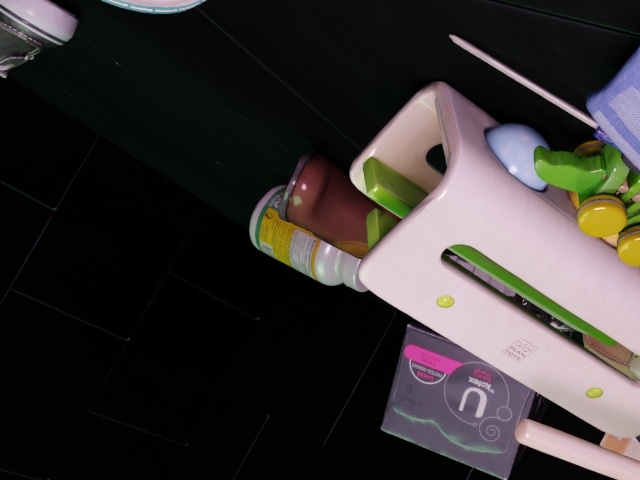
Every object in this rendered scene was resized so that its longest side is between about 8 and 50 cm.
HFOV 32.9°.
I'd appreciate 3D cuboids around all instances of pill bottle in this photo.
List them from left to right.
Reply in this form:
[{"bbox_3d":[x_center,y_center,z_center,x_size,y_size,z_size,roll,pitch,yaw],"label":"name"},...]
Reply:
[{"bbox_3d":[0.000,0.000,1.703,0.208,0.118,0.117,27,175,32],"label":"pill bottle"}]

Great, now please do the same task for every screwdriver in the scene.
[{"bbox_3d":[0.145,-0.071,0.617,0.170,0.024,0.025,30,147,11],"label":"screwdriver"}]

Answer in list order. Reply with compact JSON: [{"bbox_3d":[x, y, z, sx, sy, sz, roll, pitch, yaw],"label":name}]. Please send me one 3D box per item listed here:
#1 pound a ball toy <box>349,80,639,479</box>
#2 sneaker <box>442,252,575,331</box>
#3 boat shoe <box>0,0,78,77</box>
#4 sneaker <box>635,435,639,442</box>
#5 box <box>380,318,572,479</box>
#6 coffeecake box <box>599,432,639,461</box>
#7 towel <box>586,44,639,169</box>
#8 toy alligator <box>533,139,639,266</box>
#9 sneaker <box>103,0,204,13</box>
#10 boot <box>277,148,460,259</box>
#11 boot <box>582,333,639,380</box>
[{"bbox_3d":[0.182,0.047,0.742,0.319,0.136,0.208,31,-149,-23],"label":"pound a ball toy"},{"bbox_3d":[0.198,0.066,1.199,0.234,0.078,0.106,7,157,28],"label":"sneaker"},{"bbox_3d":[-0.388,-0.251,1.317,0.121,0.119,0.335,32,175,-28],"label":"boat shoe"},{"bbox_3d":[0.414,0.185,1.131,0.286,0.109,0.130,14,-165,-46],"label":"sneaker"},{"bbox_3d":[0.204,0.159,1.346,0.165,0.143,0.270,19,-163,17],"label":"box"},{"bbox_3d":[0.432,0.222,1.301,0.068,0.142,0.185,24,173,46],"label":"coffeecake box"},{"bbox_3d":[0.236,0.014,0.437,0.285,0.034,0.209,46,175,5],"label":"towel"},{"bbox_3d":[0.209,-0.015,0.667,0.189,0.056,0.051,32,135,-26],"label":"toy alligator"},{"bbox_3d":[-0.157,-0.205,0.533,0.302,0.108,0.121,37,177,9],"label":"sneaker"},{"bbox_3d":[0.101,0.002,1.280,0.280,0.096,0.264,23,166,19],"label":"boot"},{"bbox_3d":[0.312,0.088,0.994,0.213,0.077,0.165,18,169,44],"label":"boot"}]
